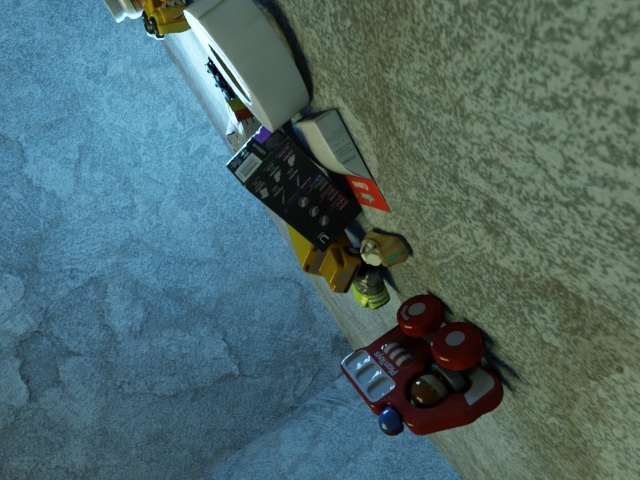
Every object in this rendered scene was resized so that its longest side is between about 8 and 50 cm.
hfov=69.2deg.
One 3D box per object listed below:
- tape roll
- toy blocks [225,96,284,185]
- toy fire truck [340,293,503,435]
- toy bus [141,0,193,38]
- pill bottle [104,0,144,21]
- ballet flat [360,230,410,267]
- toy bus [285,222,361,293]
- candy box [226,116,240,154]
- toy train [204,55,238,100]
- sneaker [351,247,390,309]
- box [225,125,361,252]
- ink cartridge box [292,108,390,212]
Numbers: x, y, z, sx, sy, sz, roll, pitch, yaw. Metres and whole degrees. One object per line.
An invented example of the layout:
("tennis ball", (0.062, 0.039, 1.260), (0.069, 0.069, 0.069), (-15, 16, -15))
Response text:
("tape roll", (-0.146, -0.363, 0.935), (0.286, 0.100, 0.286), (53, 178, 2))
("toy blocks", (-0.181, -0.307, 1.315), (0.381, 0.190, 0.261), (-179, 67, -79))
("toy fire truck", (0.200, 0.272, 0.940), (0.169, 0.253, 0.302), (61, 171, -27))
("toy bus", (-0.482, -0.751, 1.436), (0.220, 0.149, 0.212), (44, 149, 48))
("pill bottle", (-0.615, -0.828, 1.557), (0.121, 0.216, 0.121), (54, 171, 12))
("ballet flat", (0.125, 0.021, 1.044), (0.080, 0.073, 0.232), (58, 172, -5))
("toy bus", (0.000, 0.000, 1.269), (0.130, 0.108, 0.333), (13, -152, -23))
("candy box", (-0.251, -0.330, 1.679), (0.159, 0.071, 0.233), (-96, -15, -49))
("toy train", (-0.295, -0.498, 1.467), (0.184, 0.080, 0.105), (57, 177, -2))
("sneaker", (0.099, 0.061, 1.318), (0.300, 0.111, 0.121), (44, 149, 49))
("box", (-0.061, -0.121, 1.083), (0.270, 0.143, 0.165), (40, -177, -35))
("ink cartridge box", (0.037, -0.154, 0.965), (0.232, 0.066, 0.189), (63, 170, -18))
